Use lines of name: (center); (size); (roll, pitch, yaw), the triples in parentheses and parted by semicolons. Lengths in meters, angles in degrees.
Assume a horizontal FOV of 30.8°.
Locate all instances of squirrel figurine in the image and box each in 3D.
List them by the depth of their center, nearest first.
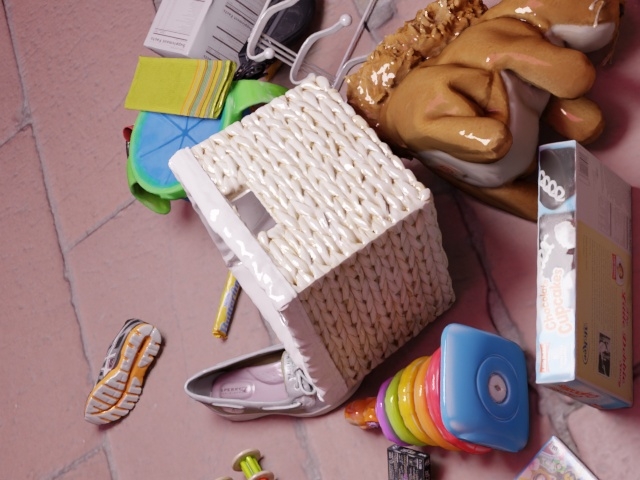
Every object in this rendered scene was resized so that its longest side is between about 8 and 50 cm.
squirrel figurine: (0.244, -0.275, 1.708); (0.397, 0.281, 0.370); (23, 82, 39)

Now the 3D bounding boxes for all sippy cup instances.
sippy cup: (-0.172, -0.151, 2.007); (0.306, 0.224, 0.240); (8, 76, 40)

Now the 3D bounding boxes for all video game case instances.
video game case: (0.331, 0.361, 1.556); (0.119, 0.015, 0.166); (-51, 50, 11)

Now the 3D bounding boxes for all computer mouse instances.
computer mouse: (-0.083, -0.359, 2.089); (0.188, 0.072, 0.272); (-12, 44, 60)

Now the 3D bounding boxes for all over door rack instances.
over door rack: (0.023, -0.410, 1.943); (0.108, 0.240, 0.324); (10, 80, 42)

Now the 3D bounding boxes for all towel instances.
towel: (-0.240, -0.260, 1.943); (0.237, 0.021, 0.102); (11, 78, 42)

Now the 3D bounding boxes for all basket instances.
basket: (0.000, 0.000, 1.708); (0.266, 0.331, 0.328); (-33, 56, -9)

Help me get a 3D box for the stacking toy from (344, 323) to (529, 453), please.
stacking toy: (0.142, 0.237, 1.680); (0.302, 0.175, 0.165); (-20, 59, 44)

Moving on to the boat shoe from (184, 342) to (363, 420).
boat shoe: (-0.072, 0.222, 1.867); (0.320, 0.103, 0.118); (-14, 65, 34)

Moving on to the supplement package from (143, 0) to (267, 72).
supplement package: (-0.206, -0.444, 2.205); (0.139, 0.134, 0.244); (20, 86, 41)

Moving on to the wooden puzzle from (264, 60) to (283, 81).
wooden puzzle: (-0.103, -0.356, 2.171); (0.078, 0.014, 0.116); (-45, 51, 15)

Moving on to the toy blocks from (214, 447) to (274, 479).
toy blocks: (-0.110, 0.426, 1.852); (0.123, 0.054, 0.148); (-48, 51, 14)

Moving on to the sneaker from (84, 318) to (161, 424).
sneaker: (-0.366, 0.238, 2.116); (0.214, 0.084, 0.083); (-58, 36, 1)

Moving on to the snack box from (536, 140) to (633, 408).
snack box: (0.353, 0.049, 1.544); (0.060, 0.187, 0.321); (-9, 67, 36)

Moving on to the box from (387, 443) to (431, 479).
box: (0.129, 0.345, 1.692); (0.067, 0.018, 0.083); (8, 108, 40)

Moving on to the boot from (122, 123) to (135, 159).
boot: (-0.288, -0.226, 2.160); (0.088, 0.176, 0.244); (-14, 64, 36)

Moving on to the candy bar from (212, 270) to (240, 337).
candy bar: (-0.157, 0.094, 2.024); (0.018, 0.040, 0.161); (11, 81, 30)
